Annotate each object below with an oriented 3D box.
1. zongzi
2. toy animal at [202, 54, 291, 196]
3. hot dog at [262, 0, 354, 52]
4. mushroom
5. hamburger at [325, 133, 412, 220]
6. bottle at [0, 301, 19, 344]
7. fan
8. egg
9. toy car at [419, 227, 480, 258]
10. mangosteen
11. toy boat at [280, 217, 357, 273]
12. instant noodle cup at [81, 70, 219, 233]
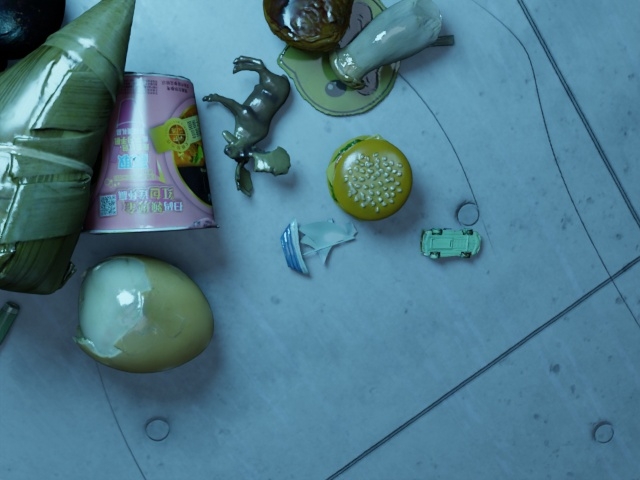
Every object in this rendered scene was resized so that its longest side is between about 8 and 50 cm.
[{"bbox_3d":[-0.528,-0.193,1.049,0.500,0.218,0.467,15,79,26],"label":"zongzi"},{"bbox_3d":[-0.118,-0.203,1.188,0.186,0.093,0.214,39,84,-22],"label":"toy animal"},{"bbox_3d":[-0.014,-0.435,1.152,0.160,0.099,0.227,17,92,-6],"label":"hot dog"},{"bbox_3d":[0.115,-0.351,1.191,0.212,0.088,0.097,-36,135,5],"label":"mushroom"},{"bbox_3d":[0.089,-0.114,1.227,0.162,0.115,0.162,-1,100,-8],"label":"hamburger"},{"bbox_3d":[-0.570,0.151,1.207,0.030,0.030,0.083,30,93,-14],"label":"bottle"},{"bbox_3d":[0.085,-0.351,1.235,0.335,0.011,0.230,-10,101,-8],"label":"fan"},{"bbox_3d":[-0.301,0.130,1.166,0.244,0.201,0.201,22,96,-26],"label":"egg"},{"bbox_3d":[0.255,0.003,1.320,0.122,0.035,0.059,-1,101,-18],"label":"toy car"},{"bbox_3d":[-0.515,-0.372,1.031,0.242,0.243,0.243,-2,101,-9],"label":"mangosteen"},{"bbox_3d":[-0.010,-0.006,1.272,0.149,0.034,0.105,-37,106,-1],"label":"toy boat"},{"bbox_3d":[-0.289,-0.138,1.116,0.243,0.244,0.255,-2,94,-9],"label":"instant noodle cup"}]
